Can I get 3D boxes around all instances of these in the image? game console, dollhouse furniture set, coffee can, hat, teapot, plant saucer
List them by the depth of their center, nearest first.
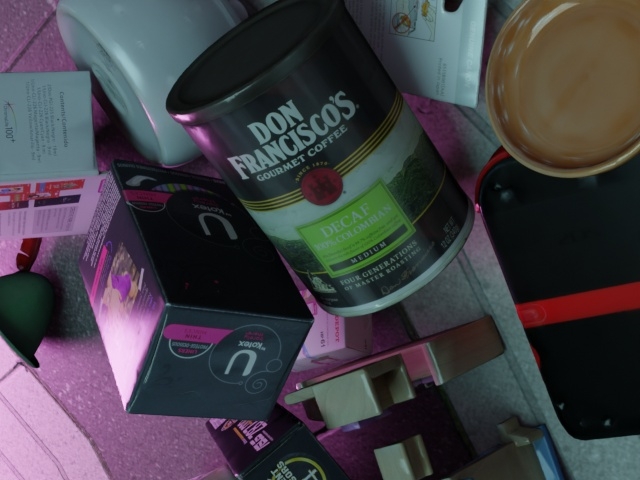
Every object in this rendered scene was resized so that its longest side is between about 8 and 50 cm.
[{"bbox_3d":[0.250,-0.156,1.009,0.200,0.037,0.200,-6,81,39],"label":"plant saucer"},{"bbox_3d":[0.362,0.025,1.047,0.387,0.060,0.342,-15,104,38],"label":"game console"},{"bbox_3d":[0.005,-0.088,1.084,0.202,0.201,0.275,-15,123,37],"label":"coffee can"},{"bbox_3d":[0.105,0.272,1.169,0.198,0.286,0.303,-24,83,38],"label":"dollhouse furniture set"},{"bbox_3d":[-0.168,-0.224,1.217,0.252,0.187,0.256,28,150,55],"label":"teapot"},{"bbox_3d":[-0.411,0.067,1.598,0.173,0.183,0.208,49,170,15],"label":"hat"}]

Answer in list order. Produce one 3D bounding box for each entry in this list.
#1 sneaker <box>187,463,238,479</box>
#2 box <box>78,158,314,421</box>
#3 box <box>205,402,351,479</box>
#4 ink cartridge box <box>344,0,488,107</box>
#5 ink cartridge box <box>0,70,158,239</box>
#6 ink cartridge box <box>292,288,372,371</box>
[{"bbox_3d":[-0.131,0.422,1.385,0.130,0.323,0.236,-20,79,-1],"label":"sneaker"},{"bbox_3d":[-0.143,0.049,1.141,0.143,0.165,0.270,-65,34,26],"label":"box"},{"bbox_3d":[0.011,0.326,1.216,0.318,0.097,0.395,51,170,-6],"label":"box"},{"bbox_3d":[0.075,-0.292,1.096,0.239,0.060,0.275,15,118,26],"label":"ink cartridge box"},{"bbox_3d":[-0.357,-0.095,1.315,0.309,0.272,0.130,144,121,-69],"label":"ink cartridge box"},{"bbox_3d":[0.001,0.103,1.293,0.122,0.052,0.088,-18,63,36],"label":"ink cartridge box"}]
